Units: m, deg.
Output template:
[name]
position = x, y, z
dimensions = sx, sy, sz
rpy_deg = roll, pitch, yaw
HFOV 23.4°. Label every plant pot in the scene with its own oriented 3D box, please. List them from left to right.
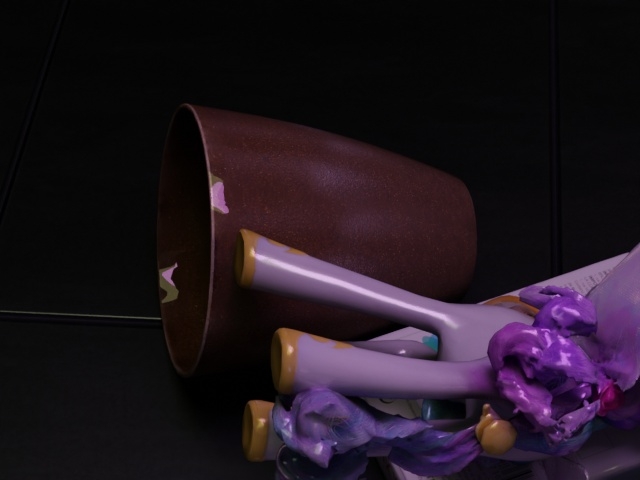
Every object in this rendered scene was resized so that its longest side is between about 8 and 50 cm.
[plant pot]
position = 0.000, 0.000, 1.244
dimensions = 0.230, 0.215, 0.215
rpy_deg = 0, 46, -17

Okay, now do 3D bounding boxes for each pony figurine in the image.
[pony figurine]
position = 0.137, 0.099, 1.009
dimensions = 0.363, 0.303, 0.351
rpy_deg = 5, 18, -12

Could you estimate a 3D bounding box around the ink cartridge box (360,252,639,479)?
[ink cartridge box]
position = 0.190, 0.119, 1.200
dimensions = 0.311, 0.065, 0.186
rpy_deg = -20, 51, -10
